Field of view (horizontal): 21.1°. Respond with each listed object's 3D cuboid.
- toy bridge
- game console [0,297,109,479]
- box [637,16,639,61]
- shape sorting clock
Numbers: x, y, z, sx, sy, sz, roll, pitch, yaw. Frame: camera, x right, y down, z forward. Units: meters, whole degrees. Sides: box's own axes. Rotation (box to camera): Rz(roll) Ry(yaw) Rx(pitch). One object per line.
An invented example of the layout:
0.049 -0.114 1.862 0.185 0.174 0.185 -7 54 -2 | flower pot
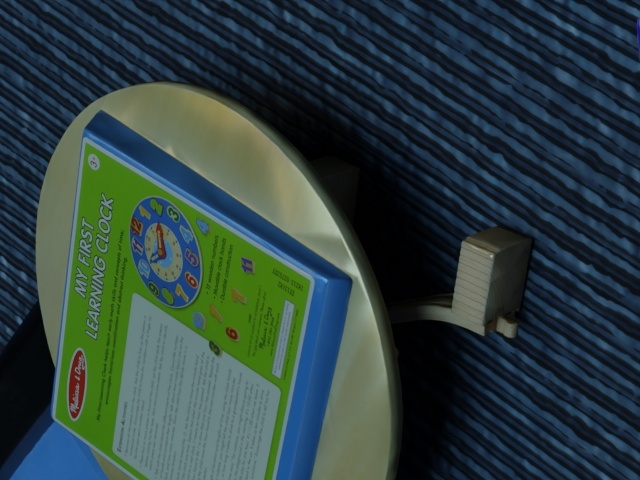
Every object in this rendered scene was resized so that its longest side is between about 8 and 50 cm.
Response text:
0.000 0.000 0.662 0.188 0.026 0.063 25 120 36 | toy bridge
-0.140 0.212 0.755 0.293 0.250 0.173 52 156 20 | game console
0.153 -0.002 0.452 0.072 0.126 0.137 0 101 44 | box
-0.045 0.038 0.675 0.206 0.040 0.206 18 119 36 | shape sorting clock
